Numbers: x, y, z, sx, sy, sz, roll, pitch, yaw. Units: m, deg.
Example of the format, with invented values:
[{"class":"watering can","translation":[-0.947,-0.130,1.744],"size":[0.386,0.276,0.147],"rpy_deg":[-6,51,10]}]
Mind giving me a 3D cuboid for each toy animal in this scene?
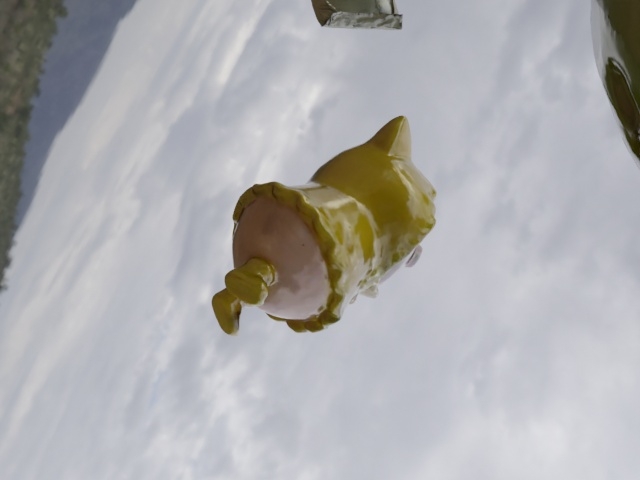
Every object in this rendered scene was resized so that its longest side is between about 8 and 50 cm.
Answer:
[{"class":"toy animal","translation":[0.002,-0.003,0.762],"size":[0.230,0.156,0.156],"rpy_deg":[-37,179,-40]}]

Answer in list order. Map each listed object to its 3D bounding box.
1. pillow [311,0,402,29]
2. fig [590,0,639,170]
[{"class":"pillow","translation":[0.036,-0.354,1.193],"size":[0.053,0.119,0.208],"rpy_deg":[96,-13,-52]},{"class":"fig","translation":[0.215,-0.107,0.345],"size":[0.239,0.239,0.271],"rpy_deg":[-53,-150,25]}]
